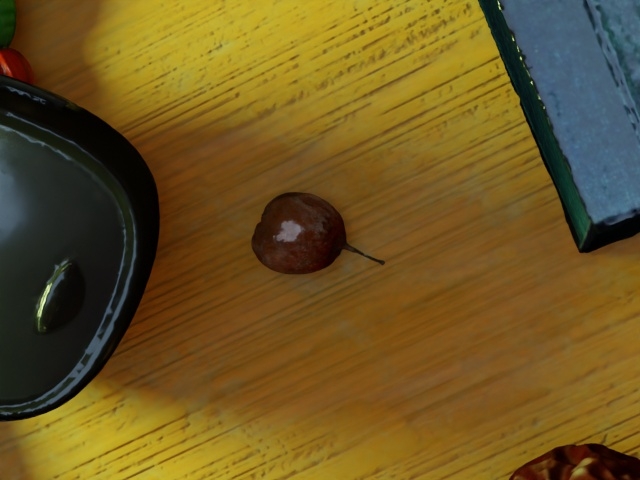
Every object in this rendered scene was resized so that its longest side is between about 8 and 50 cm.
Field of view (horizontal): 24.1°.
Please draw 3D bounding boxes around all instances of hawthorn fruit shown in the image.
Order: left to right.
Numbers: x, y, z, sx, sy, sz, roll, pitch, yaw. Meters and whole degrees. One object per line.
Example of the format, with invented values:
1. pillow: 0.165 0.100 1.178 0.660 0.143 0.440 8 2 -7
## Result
1. hawthorn fruit: 0.000 0.000 1.155 0.103 0.067 0.066 15 90 7

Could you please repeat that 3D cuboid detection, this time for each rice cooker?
1. rice cooker: -0.246 0.000 1.098 0.267 0.224 0.267 -1 99 -7

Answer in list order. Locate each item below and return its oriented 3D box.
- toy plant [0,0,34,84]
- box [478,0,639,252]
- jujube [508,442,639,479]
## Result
1. toy plant: -0.309 -0.200 1.204 0.155 0.088 0.240 -2 101 18
2. box: 0.179 -0.141 1.030 0.116 0.261 0.279 -21 85 6
3. jujube: 0.199 0.224 1.035 0.155 0.230 0.155 0 91 -8
